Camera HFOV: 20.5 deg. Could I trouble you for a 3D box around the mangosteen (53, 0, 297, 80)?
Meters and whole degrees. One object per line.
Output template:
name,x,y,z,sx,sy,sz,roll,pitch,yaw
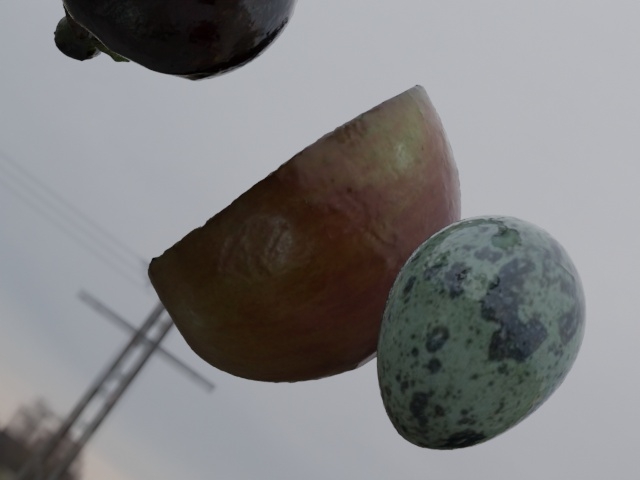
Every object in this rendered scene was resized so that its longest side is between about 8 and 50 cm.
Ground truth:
mangosteen,-0.144,-0.226,1.529,0.231,0.231,0.289,38,-49,-10

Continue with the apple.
apple,0.000,0.000,1.756,0.254,0.346,0.179,51,5,-45

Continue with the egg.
egg,0.104,0.063,1.185,0.132,0.172,0.132,30,-16,9
